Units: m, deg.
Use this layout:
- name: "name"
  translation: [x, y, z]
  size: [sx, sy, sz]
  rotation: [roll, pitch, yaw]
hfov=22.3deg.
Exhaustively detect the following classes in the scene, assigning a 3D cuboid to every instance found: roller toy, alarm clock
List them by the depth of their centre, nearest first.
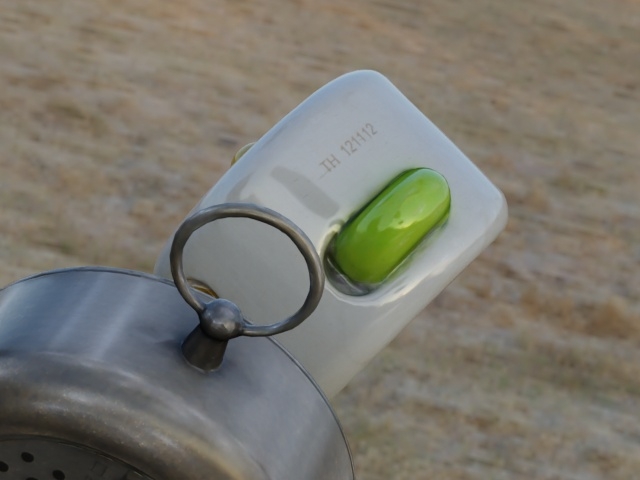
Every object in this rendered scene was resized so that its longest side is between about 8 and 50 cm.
- name: "alarm clock"
  translation: [-0.051, 0.062, 0.450]
  size: [0.129, 0.192, 0.064]
  rotation: [29, 35, -1]
- name: "roller toy"
  translation: [0.000, 0.000, 0.976]
  size: [0.146, 0.209, 0.191]
  rotation: [46, 26, 4]
